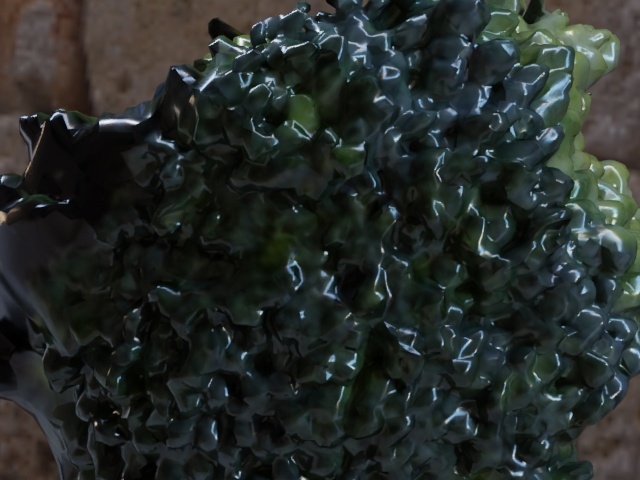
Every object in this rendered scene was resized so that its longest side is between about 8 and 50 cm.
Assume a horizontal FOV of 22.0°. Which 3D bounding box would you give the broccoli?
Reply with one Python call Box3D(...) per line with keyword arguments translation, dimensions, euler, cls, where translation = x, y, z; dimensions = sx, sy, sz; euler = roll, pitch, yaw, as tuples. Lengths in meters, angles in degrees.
Box3D(translation=(0.000, 0.000, 0.588), dimensions=(0.247, 0.263, 0.243), euler=(-2, 14, 13), cls="broccoli")
